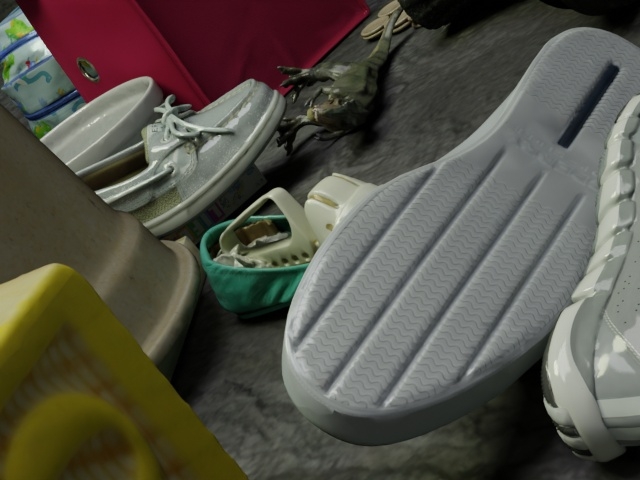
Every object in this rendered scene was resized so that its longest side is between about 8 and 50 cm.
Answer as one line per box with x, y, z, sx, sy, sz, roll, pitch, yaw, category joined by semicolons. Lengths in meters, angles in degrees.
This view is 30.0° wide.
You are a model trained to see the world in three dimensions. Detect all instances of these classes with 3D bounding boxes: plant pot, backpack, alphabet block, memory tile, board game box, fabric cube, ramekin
-0.312;0.002;0.899;0.333;0.305;0.334;-30;22;14;plant pot
-0.313;-0.275;1.680;0.290;0.273;0.356;-17;40;25;backpack
-0.188;0.159;0.657;0.197;0.193;0.192;-20;28;33;alphabet block
0.115;-0.271;1.315;0.113;0.012;0.148;-9;34;48;memory tile
-0.134;-0.022;1.157;0.154;0.026;0.103;-42;22;-15;board game box
-0.154;-0.278;1.405;0.259;0.254;0.258;-46;26;-25;fabric cube
-0.235;-0.073;1.299;0.207;0.109;0.207;-30;22;14;ramekin

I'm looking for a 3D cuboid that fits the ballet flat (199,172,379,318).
0.000;0.000;0.840;0.247;0.087;0.083;-13;31;43;ballet flat

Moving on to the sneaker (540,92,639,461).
0.197;0.006;0.569;0.132;0.086;0.229;-9;44;39;sneaker

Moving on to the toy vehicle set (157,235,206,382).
-0.187;0.109;0.960;0.166;0.035;0.267;-27;24;20;toy vehicle set

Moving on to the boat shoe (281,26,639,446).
0.096;0.010;0.669;0.335;0.121;0.119;-42;-20;-36;boat shoe

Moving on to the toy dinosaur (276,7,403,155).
0.013;-0.147;1.160;0.118;0.064;0.268;-19;25;24;toy dinosaur

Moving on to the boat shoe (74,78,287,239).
-0.176;-0.058;1.113;0.320;0.103;0.118;-31;23;13;boat shoe

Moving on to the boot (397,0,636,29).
0.163;-0.264;1.070;0.260;0.131;0.348;-14;22;32;boot
